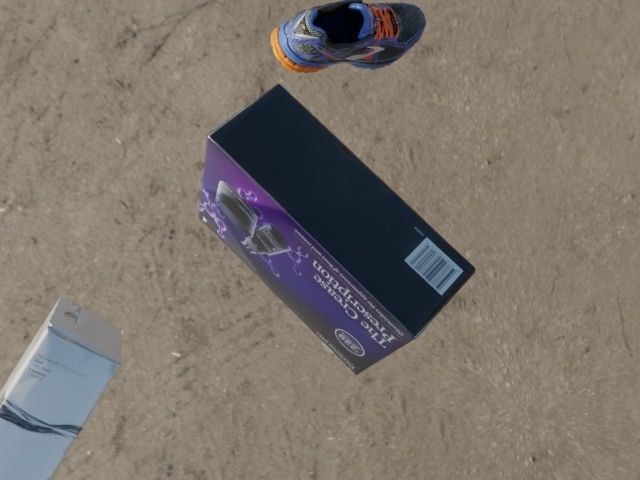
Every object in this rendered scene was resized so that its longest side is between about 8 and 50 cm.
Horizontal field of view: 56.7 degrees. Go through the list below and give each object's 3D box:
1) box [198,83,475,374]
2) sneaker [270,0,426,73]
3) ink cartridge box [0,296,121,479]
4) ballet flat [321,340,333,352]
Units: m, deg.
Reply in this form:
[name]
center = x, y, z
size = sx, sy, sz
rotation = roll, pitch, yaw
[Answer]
[box]
center = 0.000, 0.000, 0.618
size = 0.261, 0.184, 0.103
rotation = 44, 67, 7
[sneaker]
center = 0.051, -0.261, 0.746
size = 0.221, 0.087, 0.083
rotation = -22, 94, -28
[ink cartridge box]
center = -0.326, 0.193, 0.692
size = 0.092, 0.160, 0.219
rotation = 33, 86, -20
[ballet flat]
center = 0.087, 0.097, 0.805
size = 0.086, 0.248, 0.086
rotation = 9, 103, 42
